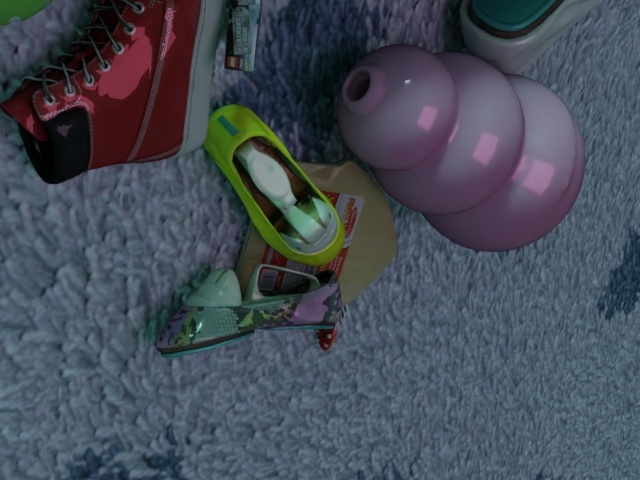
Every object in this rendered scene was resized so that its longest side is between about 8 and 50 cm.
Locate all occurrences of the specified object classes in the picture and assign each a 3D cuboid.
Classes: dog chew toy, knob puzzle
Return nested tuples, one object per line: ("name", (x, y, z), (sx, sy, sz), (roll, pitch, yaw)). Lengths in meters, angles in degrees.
("dog chew toy", (0.145, -0.110, 1.124), (0.332, 0.206, 0.206), (20, 94, -44))
("knob puzzle", (0.000, 0.000, 1.122), (0.213, 0.030, 0.213), (-14, 119, -27))

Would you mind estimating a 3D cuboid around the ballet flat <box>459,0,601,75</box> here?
("ballet flat", (0.311, -0.329, 1.266), (0.400, 0.139, 0.139), (-41, 136, -22))

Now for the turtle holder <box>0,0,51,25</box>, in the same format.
("turtle holder", (-0.177, -0.299, 0.654), (0.320, 0.243, 0.227), (-35, 132, 26))

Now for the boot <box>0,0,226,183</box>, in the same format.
("boot", (-0.170, -0.166, 0.817), (0.176, 0.088, 0.244), (-19, 126, -41))

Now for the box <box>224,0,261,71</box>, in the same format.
("box", (-0.064, -0.206, 0.890), (0.027, 0.137, 0.094), (5, 111, -4))

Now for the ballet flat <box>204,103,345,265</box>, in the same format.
("ballet flat", (-0.035, -0.038, 1.012), (0.077, 0.077, 0.231), (-43, 128, -5))

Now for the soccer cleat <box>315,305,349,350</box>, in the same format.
("soccer cleat", (0.017, 0.090, 1.211), (0.036, 0.029, 0.083), (-4, 108, -44))

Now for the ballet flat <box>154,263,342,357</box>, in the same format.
("ballet flat", (-0.072, 0.064, 1.050), (0.221, 0.077, 0.079), (-7, 98, -35))
